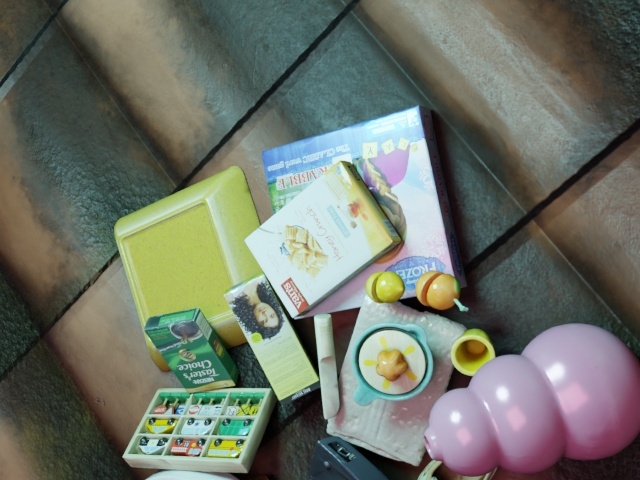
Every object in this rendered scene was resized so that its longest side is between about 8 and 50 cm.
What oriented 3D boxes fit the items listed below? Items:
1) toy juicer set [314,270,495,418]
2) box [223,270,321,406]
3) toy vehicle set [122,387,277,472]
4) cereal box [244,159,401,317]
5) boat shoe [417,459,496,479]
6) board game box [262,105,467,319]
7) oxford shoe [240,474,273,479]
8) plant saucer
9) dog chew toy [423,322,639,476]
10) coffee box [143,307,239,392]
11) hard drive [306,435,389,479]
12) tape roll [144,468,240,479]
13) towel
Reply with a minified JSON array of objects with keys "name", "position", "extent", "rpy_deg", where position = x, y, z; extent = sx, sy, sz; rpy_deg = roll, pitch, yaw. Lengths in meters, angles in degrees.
[{"name":"toy juicer set","position":[0.101,0.163,1.416],"extent":[0.329,0.089,0.209],"rpy_deg":[-23,96,19]},{"name":"box","position":[-0.086,0.178,1.582],"extent":[0.087,0.058,0.232],"rpy_deg":[-28,97,0]},{"name":"toy vehicle set","position":[-0.229,0.358,1.658],"extent":[0.267,0.166,0.035],"rpy_deg":[-5,131,26]},{"name":"cereal box","position":[0.000,0.000,1.512],"extent":[0.240,0.047,0.173],"rpy_deg":[-39,75,23]},{"name":"boat shoe","position":[0.228,0.397,1.463],"extent":[0.104,0.089,0.285],"rpy_deg":[39,108,19]},{"name":"board game box","position":[0.071,-0.042,1.539],"extent":[0.318,0.066,0.318],"rpy_deg":[-14,86,26]},{"name":"oxford shoe","position":[-0.130,0.482,1.669],"extent":[0.212,0.076,0.076],"rpy_deg":[10,66,28]},{"name":"plant saucer","position":[-0.258,0.062,1.700],"extent":[0.332,0.081,0.333],"rpy_deg":[-22,82,25]},{"name":"dog chew toy","position":[0.314,0.253,1.301],"extent":[0.332,0.206,0.207],"rpy_deg":[-18,82,-9]},{"name":"coffee box","position":[-0.242,0.212,1.657],"extent":[0.113,0.040,0.184],"rpy_deg":[-11,126,19]},{"name":"hard drive","position":[0.085,0.463,1.513],"extent":[0.254,0.054,0.172],"rpy_deg":[41,143,24]},{"name":"tape roll","position":[-0.222,0.614,1.661],"extent":[0.392,0.072,0.392],"rpy_deg":[10,109,29]},{"name":"towel","position":[0.127,0.240,1.501],"extent":[0.187,0.049,0.282],"rpy_deg":[20,108,9]}]
